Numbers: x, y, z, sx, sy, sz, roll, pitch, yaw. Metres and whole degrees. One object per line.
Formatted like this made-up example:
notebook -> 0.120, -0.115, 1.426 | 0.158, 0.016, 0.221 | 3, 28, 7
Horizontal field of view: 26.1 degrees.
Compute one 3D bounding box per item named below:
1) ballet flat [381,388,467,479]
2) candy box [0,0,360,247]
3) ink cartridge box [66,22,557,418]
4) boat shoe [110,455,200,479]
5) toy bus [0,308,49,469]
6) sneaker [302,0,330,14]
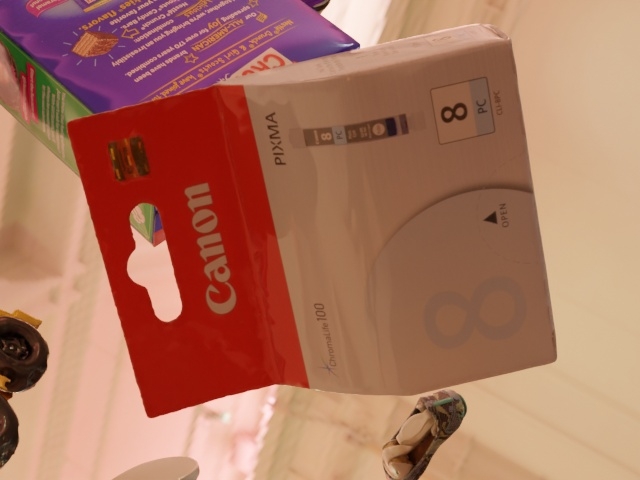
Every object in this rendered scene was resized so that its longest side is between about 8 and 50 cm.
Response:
ballet flat -> 0.111, 0.251, 1.723 | 0.070, 0.070, 0.188 | -34, -22, -51
candy box -> -0.166, -0.184, 1.397 | 0.268, 0.317, 0.122 | -34, -30, -30
ink cartridge box -> 0.000, 0.000, 1.225 | 0.091, 0.385, 0.308 | -115, 12, -68
boat shoe -> -0.222, 0.317, 1.626 | 0.184, 0.066, 0.063 | -27, -60, -29
toy bus -> -0.351, 0.123, 1.112 | 0.149, 0.211, 0.220 | -50, 16, 32
sneaker -> -0.103, -0.341, 1.569 | 0.102, 0.293, 0.146 | -43, -19, -22
